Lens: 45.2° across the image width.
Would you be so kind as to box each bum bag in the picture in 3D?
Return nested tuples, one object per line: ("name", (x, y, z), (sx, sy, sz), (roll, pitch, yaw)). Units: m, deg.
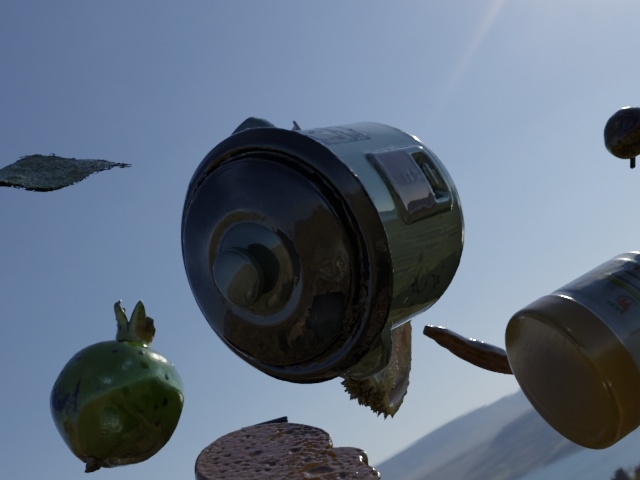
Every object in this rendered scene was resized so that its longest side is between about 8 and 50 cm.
("bum bag", (-0.123, 0.430, 1.741), (0.109, 0.026, 0.159), (-14, -20, -6))

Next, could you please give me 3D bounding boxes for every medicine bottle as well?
("medicine bottle", (0.449, 0.166, 1.201), (0.232, 0.238, 0.238), (-27, -18, -20))

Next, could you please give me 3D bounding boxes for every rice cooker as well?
("rice cooker", (0.000, 0.000, 0.833), (0.264, 0.317, 0.316), (-31, -15, 38))

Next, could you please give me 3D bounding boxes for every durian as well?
("durian", (0.102, 0.218, 1.487), (0.137, 0.250, 0.183), (1, -16, 13))

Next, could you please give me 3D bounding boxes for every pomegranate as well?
("pomegranate", (-0.397, 0.285, 1.522), (0.260, 0.341, 0.260), (-1, -25, 0))

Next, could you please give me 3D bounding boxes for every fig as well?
("fig", (0.493, -0.166, 1.224), (0.082, 0.084, 0.098), (-11, -20, 20))

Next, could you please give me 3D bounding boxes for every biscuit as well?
("biscuit", (-0.045, 0.305, 1.019), (0.288, 0.044, 0.202), (5, 15, 45))

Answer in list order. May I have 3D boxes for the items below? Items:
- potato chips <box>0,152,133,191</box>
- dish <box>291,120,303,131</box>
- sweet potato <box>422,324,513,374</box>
("potato chips", (-0.350, -0.088, 0.982), (0.209, 0.142, 0.026), (-17, -62, -32))
("dish", (-0.078, -0.120, 1.518), (0.064, 0.154, 0.234), (3, -60, -22))
("sweet potato", (0.315, 0.228, 1.574), (0.264, 0.057, 0.057), (21, -41, -19))
